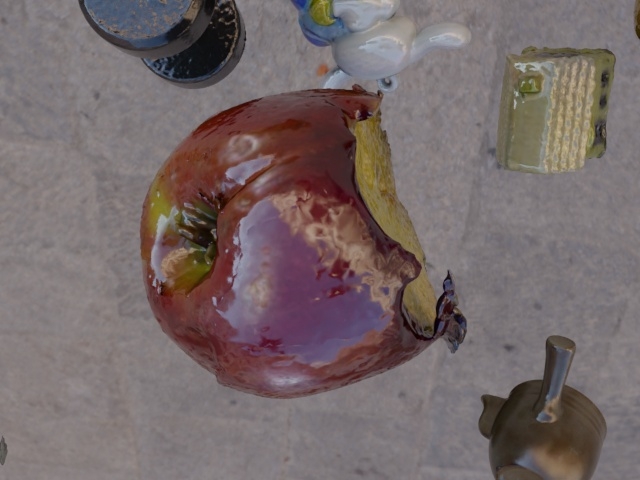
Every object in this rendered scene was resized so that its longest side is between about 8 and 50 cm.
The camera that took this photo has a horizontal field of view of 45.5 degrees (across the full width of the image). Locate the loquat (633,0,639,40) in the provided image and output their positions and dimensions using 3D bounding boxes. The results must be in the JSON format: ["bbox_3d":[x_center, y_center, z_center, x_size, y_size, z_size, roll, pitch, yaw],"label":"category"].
[{"bbox_3d":[0.488,-0.300,0.972,0.149,0.172,0.204,-2,121,-14],"label":"loquat"}]

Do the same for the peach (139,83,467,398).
[{"bbox_3d":[0.000,0.000,0.887,0.416,0.339,0.353,-3,168,-44],"label":"peach"}]

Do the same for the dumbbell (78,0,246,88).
[{"bbox_3d":[-0.249,-0.379,1.262,0.203,0.322,0.204,0,91,5],"label":"dumbbell"}]

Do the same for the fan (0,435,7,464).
[{"bbox_3d":[-0.644,0.437,1.540,0.004,0.083,0.056,-1,126,-8],"label":"fan"}]

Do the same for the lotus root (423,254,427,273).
[{"bbox_3d":[0.111,0.024,1.737,0.152,0.275,0.160,8,110,-52],"label":"lotus root"}]

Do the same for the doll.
[{"bbox_3d":[0.074,-0.472,1.573,0.376,0.187,0.365,-25,110,21],"label":"doll"}]

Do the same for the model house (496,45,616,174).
[{"bbox_3d":[0.365,-0.216,1.261,0.175,0.234,0.193,16,115,35],"label":"model house"}]

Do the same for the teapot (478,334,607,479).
[{"bbox_3d":[0.134,0.109,0.481,0.085,0.080,0.110,13,130,28],"label":"teapot"}]
